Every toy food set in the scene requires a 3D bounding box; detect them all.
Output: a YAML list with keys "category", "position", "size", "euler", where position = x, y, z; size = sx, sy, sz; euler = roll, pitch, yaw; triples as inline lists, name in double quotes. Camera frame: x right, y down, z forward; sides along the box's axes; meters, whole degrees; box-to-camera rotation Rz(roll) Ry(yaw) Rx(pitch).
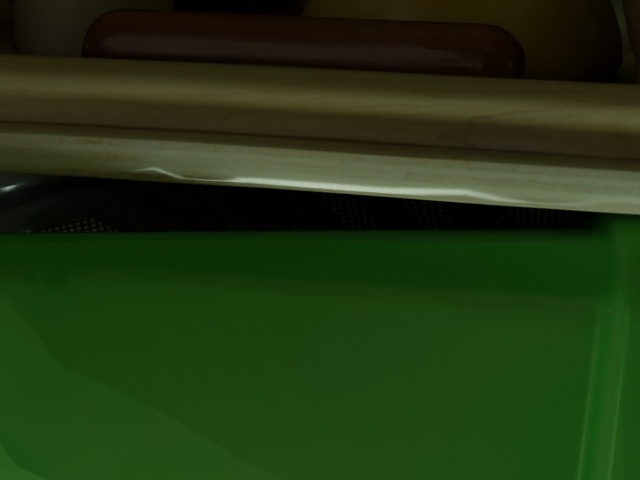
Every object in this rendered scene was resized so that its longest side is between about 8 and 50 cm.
- category: "toy food set"
  position: [0.011, -0.081, 0.423]
  size: [0.306, 0.220, 0.092]
  euler: [5, 106, 12]

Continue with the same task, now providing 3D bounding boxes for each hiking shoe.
- category: "hiking shoe"
  position: [0.000, 0.000, 0.536]
  size: [0.227, 0.086, 0.114]
  euler: [1, 98, -1]

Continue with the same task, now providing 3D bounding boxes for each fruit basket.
- category: "fruit basket"
  position: [0.056, 0.188, 0.359]
  size: [0.392, 0.283, 0.392]
  euler: [4, 71, -11]
